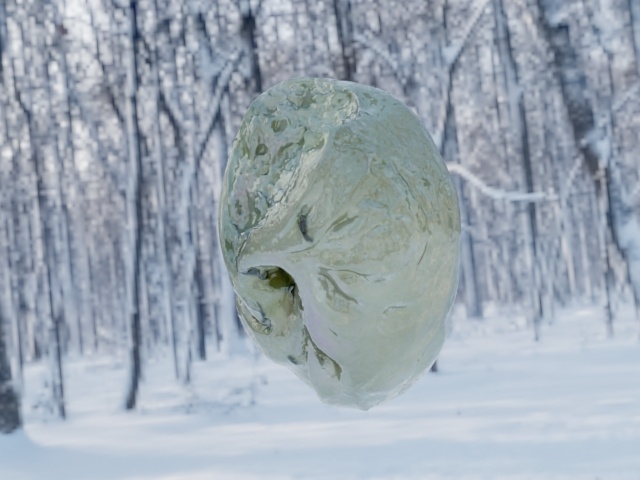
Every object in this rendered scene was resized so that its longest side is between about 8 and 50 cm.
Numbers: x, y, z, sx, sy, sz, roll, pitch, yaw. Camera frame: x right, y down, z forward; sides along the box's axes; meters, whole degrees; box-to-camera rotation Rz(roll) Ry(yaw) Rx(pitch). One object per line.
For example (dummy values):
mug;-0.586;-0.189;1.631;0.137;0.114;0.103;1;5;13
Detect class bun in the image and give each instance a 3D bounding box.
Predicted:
bun;0.000;0.000;0.810;0.116;0.237;0.210;-13;-13;-36
